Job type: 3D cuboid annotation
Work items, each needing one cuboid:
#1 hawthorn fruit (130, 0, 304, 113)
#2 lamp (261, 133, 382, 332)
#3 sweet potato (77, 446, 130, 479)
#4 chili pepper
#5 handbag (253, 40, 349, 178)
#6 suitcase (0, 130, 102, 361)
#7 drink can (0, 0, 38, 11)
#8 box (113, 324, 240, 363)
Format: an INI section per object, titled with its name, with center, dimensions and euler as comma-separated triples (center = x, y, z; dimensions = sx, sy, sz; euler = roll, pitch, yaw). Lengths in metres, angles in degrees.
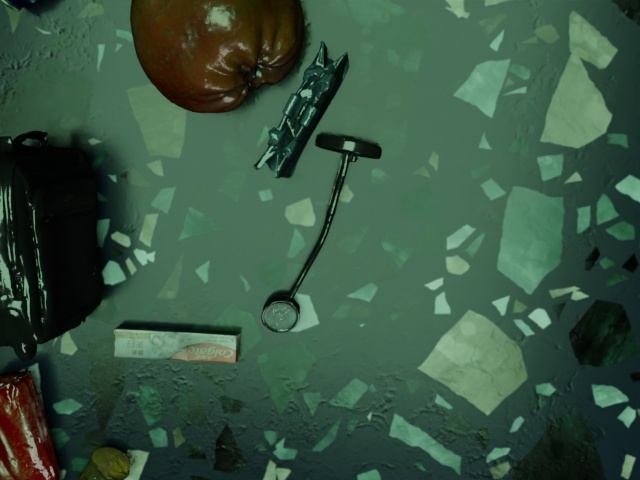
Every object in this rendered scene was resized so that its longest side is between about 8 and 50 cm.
[hawthorn fruit]
center = -0.182, -0.360, 1.617
dimensions = 0.277, 0.277, 0.298
euler = -42, 72, 6
[lamp]
center = -0.003, -0.018, 1.759
dimensions = 0.130, 0.108, 0.371
euler = 12, 113, -12
[sweet potato]
center = -0.380, 0.508, 1.815
dimensions = 0.112, 0.085, 0.286
euler = -7, 98, -2
[chili pepper]
center = -0.544, 0.353, 1.794
dimensions = 0.144, 0.136, 0.253
euler = -21, 105, -22
[handbag]
center = -0.028, -0.209, 1.665
dimensions = 0.062, 0.179, 0.229
euler = 28, 95, -1
[suitcase]
center = -0.478, -0.002, 1.624
dimensions = 0.188, 0.345, 0.340
euler = -1, 98, 7
[drink can]
center = -0.463, -0.480, 1.674
dimensions = 0.205, 0.118, 0.118
euler = -44, 94, 6
[box]
center = -0.251, 0.182, 1.791
dimensions = 0.218, 0.039, 0.055
euler = 4, 96, 2
